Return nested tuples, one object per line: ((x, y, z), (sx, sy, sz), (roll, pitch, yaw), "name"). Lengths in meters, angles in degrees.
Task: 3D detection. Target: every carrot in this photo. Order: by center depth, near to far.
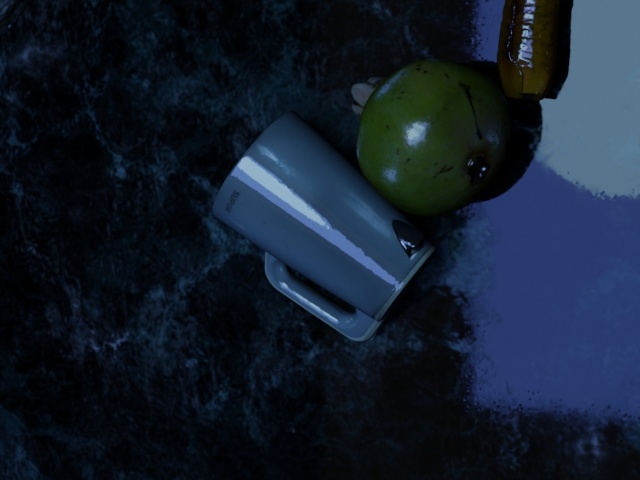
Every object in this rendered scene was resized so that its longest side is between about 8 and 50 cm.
((0.245, -0.288, 1.515), (0.070, 0.070, 0.260), (11, 99, 21), "carrot")

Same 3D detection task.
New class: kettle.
((0.000, 0.000, 1.618), (0.243, 0.160, 0.210), (40, 128, 7), "kettle")

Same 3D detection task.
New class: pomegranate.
((0.107, -0.121, 1.534), (0.210, 0.179, 0.179), (9, 100, 29), "pomegranate")

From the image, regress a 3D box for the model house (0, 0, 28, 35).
((-0.531, -0.361, 1.708), (0.271, 0.301, 0.190), (-40, 74, 22), "model house")
